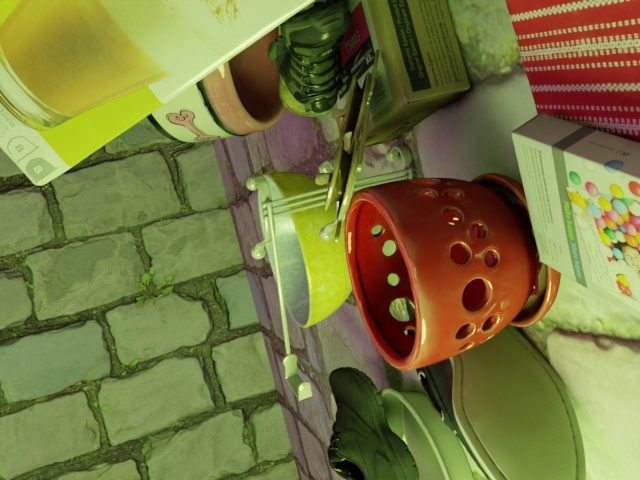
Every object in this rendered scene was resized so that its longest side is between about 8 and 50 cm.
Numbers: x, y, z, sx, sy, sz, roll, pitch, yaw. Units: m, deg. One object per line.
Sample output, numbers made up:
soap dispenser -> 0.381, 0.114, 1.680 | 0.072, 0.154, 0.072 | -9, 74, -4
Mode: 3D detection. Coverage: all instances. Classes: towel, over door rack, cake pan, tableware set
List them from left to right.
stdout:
over door rack -> 0.031, 0.040, 0.867 | 0.108, 0.239, 0.324 | -152, 50, -66
tableware set -> 0.023, -0.108, 0.642 | 0.128, 0.039, 0.194 | 105, 177, -53
cake pan -> 0.180, 0.389, 1.017 | 0.293, 0.054, 0.293 | 165, 90, -74
towel -> 0.202, -0.147, 0.401 | 0.275, 0.031, 0.199 | 66, 168, -20

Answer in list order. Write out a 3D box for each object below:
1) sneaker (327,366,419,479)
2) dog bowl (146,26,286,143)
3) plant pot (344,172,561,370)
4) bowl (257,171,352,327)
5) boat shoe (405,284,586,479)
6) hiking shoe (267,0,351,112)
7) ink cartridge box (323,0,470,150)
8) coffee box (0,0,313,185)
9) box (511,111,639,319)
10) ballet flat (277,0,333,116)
sneaker -> 0.062, 0.339, 1.040 | 0.286, 0.130, 0.109 | -123, 22, -50
dog bowl -> -0.151, -0.358, 0.972 | 0.408, 0.150, 0.408 | 9, -90, -74
plant pot -> 0.135, 0.021, 0.623 | 0.191, 0.174, 0.191 | 165, 90, -74
bowl -> 0.000, 0.000, 1.087 | 0.289, 0.156, 0.289 | 164, 90, -74
boat shoe -> 0.180, 0.165, 0.692 | 0.113, 0.127, 0.340 | 89, 159, -47
hiking shoe -> 0.001, -0.223, 0.739 | 0.114, 0.086, 0.227 | 64, 172, -10
ink cartridge box -> 0.075, -0.237, 0.750 | 0.235, 0.088, 0.193 | 158, 95, -74
coffee box -> -0.205, -0.326, 0.592 | 0.337, 0.334, 0.338 | 55, -159, -21
box -> 0.230, -0.006, 0.438 | 0.186, 0.038, 0.145 | 42, 163, 54
ballet flat -> -0.015, -0.359, 0.931 | 0.123, 0.123, 0.348 | -126, 27, -51
